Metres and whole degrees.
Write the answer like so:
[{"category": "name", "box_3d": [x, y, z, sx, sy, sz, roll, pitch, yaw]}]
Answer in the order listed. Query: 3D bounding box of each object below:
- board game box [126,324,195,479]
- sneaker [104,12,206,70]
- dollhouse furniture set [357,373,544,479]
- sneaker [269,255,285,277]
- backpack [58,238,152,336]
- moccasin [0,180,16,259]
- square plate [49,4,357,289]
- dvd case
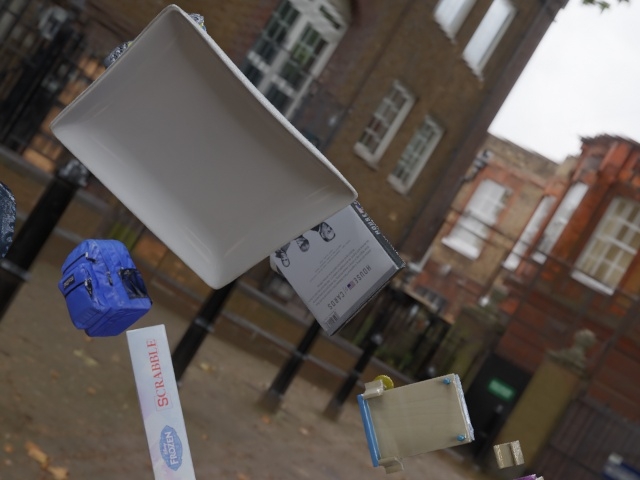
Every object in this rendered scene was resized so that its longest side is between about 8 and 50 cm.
[{"category": "board game box", "box_3d": [-0.268, 0.307, 1.897, 0.066, 0.318, 0.318, -12, -4, -11]}, {"category": "sneaker", "box_3d": [-0.254, -0.287, 1.769, 0.069, 0.209, 0.082, 22, -49, 28]}, {"category": "dollhouse furniture set", "box_3d": [0.259, 0.371, 2.102, 0.198, 0.286, 0.303, 10, 63, -66]}, {"category": "sneaker", "box_3d": [-0.026, 0.000, 2.027, 0.163, 0.086, 0.226, 38, -34, 41]}, {"category": "backpack", "box_3d": [-0.297, 0.057, 1.508, 0.101, 0.098, 0.120, 8, 54, -55]}, {"category": "moccasin", "box_3d": [-0.349, -0.019, 0.994, 0.117, 0.137, 0.342, 22, -11, -42]}, {"category": "square plate", "box_3d": [-0.165, -0.119, 1.548, 0.347, 0.049, 0.344, 45, -46, -13]}, {"category": "dvd case", "box_3d": [0.000, 0.000, 1.690, 0.030, 0.179, 0.238, -18, 67, -52]}]
